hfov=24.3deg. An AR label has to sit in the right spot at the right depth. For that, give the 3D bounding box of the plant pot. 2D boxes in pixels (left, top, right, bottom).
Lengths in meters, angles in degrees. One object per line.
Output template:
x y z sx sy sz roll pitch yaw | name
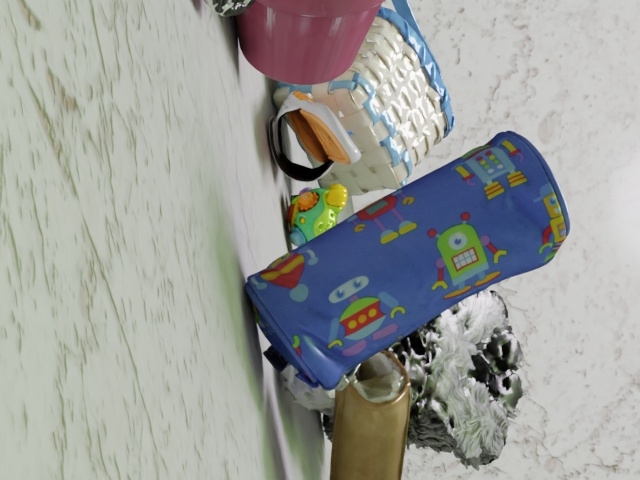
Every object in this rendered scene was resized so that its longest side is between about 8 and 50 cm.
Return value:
-0.015 -0.268 1.533 0.180 0.201 0.201 101 -13 -50 | plant pot

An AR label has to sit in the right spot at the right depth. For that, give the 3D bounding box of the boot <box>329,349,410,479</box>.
0.040 0.265 1.373 0.236 0.089 0.269 -123 -143 -68 | boot

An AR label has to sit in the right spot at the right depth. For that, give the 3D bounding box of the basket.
0.066 -0.221 1.971 0.289 0.201 0.255 -57 131 -37 | basket

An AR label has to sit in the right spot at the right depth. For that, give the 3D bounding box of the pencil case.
0.081 0.023 1.351 0.133 0.306 0.119 61 -7 -9 | pencil case

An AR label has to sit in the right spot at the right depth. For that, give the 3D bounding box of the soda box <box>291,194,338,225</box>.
0.000 0.000 1.996 0.169 0.053 0.060 75 7 -60 | soda box

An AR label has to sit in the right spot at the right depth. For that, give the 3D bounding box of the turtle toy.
-0.008 -0.028 1.842 0.130 0.066 0.095 -90 -166 -81 | turtle toy

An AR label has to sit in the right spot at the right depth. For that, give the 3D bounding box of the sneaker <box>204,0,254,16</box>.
-0.074 -0.303 1.357 0.107 0.118 0.279 -56 -175 39 | sneaker

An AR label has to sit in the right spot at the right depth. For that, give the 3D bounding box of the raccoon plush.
0.025 0.134 1.725 0.446 0.299 0.216 26 66 -46 | raccoon plush

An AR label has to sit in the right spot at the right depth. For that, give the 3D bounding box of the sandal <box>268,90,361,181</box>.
-0.022 -0.117 1.750 0.102 0.076 0.265 56 -5 -9 | sandal
